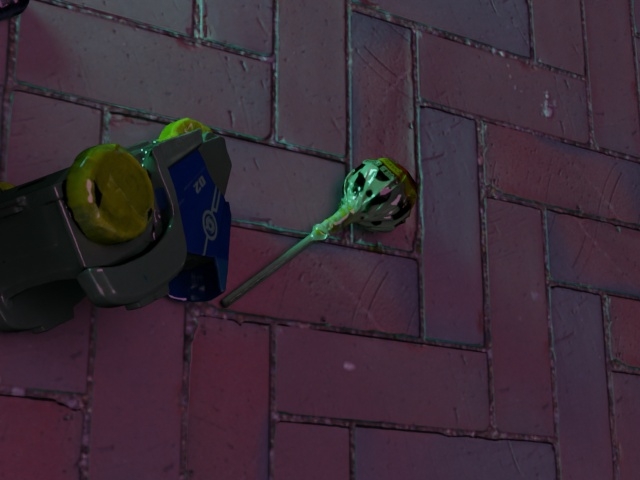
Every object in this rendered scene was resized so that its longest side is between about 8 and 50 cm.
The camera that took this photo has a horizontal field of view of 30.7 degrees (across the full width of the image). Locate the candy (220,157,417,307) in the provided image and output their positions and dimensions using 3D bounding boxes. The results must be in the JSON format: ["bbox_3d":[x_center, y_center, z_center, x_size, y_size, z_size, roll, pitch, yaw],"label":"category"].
[{"bbox_3d":[0.000,0.000,1.406,0.305,0.083,0.091,-37,114,-27],"label":"candy"}]

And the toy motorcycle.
[{"bbox_3d":[-0.190,-0.010,1.219,0.326,0.191,0.200,-26,99,-54],"label":"toy motorcycle"}]

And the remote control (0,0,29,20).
[{"bbox_3d":[-0.379,-0.245,1.242,0.152,0.027,0.043,-28,97,-34],"label":"remote control"}]
